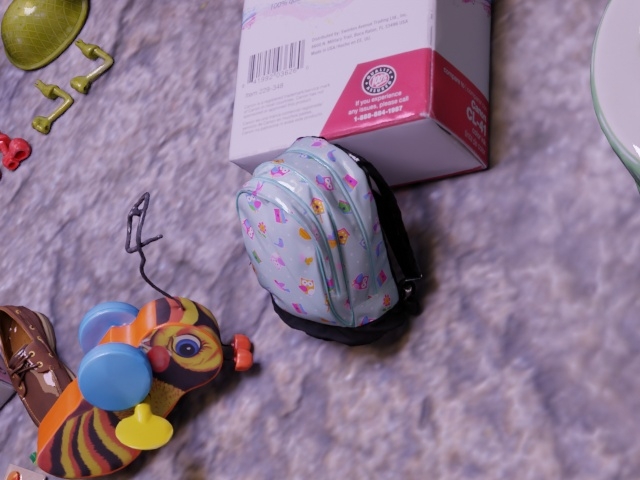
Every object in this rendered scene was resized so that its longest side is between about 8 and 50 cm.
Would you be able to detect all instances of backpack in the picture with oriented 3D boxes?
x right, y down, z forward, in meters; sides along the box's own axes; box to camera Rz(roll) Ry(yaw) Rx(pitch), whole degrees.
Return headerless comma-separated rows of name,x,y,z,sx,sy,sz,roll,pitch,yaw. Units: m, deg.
backpack,0.000,0.000,1.377,0.152,0.182,0.115,15,42,35

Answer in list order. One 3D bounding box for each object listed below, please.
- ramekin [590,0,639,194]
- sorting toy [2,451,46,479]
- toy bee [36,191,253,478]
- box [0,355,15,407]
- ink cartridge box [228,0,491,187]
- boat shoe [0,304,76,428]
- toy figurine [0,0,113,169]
ramekin,0.364,-0.132,1.210,0.303,0.148,0.303,-15,61,29
sorting toy,-0.313,0.253,1.595,0.062,0.012,0.083,10,75,38
toy bee,-0.155,0.123,1.468,0.298,0.162,0.195,126,156,-44
box,-0.463,0.122,1.689,0.148,0.127,0.232,-46,50,8
ink cartridge box,0.044,-0.208,1.485,0.226,0.131,0.306,-10,62,32
boat shoe,-0.305,0.138,1.613,0.064,0.060,0.178,-41,51,12
toy figurine,-0.451,-0.189,1.770,0.362,0.217,0.191,-41,51,13
